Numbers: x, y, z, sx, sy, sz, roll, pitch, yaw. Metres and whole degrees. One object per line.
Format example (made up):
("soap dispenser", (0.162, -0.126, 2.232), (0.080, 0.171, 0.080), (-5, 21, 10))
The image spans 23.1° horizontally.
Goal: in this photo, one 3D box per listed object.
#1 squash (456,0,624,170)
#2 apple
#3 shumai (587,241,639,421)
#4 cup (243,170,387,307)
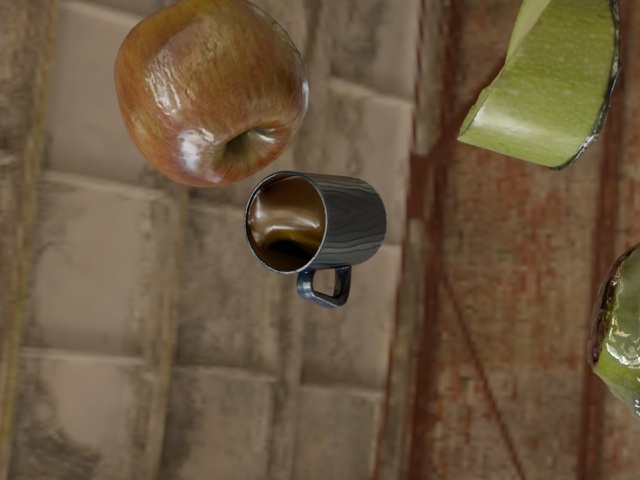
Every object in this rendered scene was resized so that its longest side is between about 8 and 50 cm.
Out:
("squash", (0.227, -0.191, 1.673), (0.133, 0.220, 0.220), (13, -103, -9))
("apple", (-0.120, -0.166, 1.708), (0.211, 0.211, 0.188), (3, -129, -49))
("shumai", (0.406, 0.107, 1.546), (0.304, 0.263, 0.309), (0, -57, -43))
("cup", (-0.008, -0.006, 1.804), (0.138, 0.113, 0.150), (-1, -65, -56))
